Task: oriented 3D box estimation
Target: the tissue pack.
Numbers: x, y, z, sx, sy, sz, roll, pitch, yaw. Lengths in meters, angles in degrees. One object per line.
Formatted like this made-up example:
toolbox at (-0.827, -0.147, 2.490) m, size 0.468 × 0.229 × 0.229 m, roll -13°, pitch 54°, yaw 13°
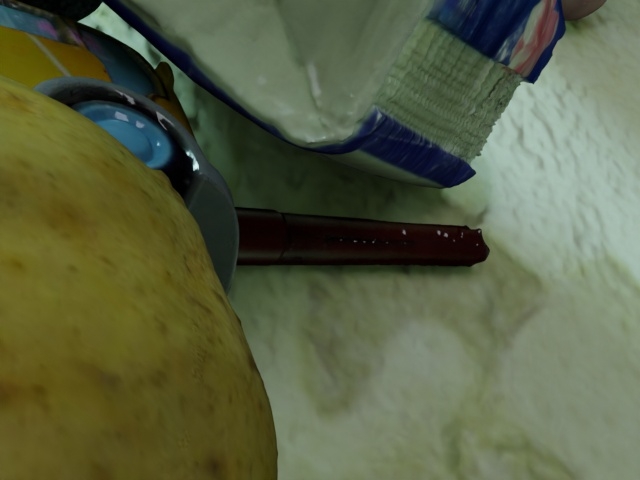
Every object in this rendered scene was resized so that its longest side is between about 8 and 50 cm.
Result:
tissue pack at (-0.007, -0.128, 0.680) m, size 0.209 × 0.137 × 0.269 m, roll 42°, pitch 7°, yaw 12°

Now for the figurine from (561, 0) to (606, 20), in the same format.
figurine at (0.133, -0.229, 0.945) m, size 0.173 × 0.173 × 0.173 m, roll 18°, pitch 40°, yaw -16°

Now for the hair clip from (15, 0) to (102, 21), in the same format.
hair clip at (-0.223, -0.170, 0.745) m, size 0.275 × 0.048 × 0.083 m, roll 34°, pitch 40°, yaw 11°

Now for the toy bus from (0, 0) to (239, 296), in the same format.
toy bus at (-0.140, -0.024, 0.573) m, size 0.209 × 0.126 × 0.136 m, roll 12°, pitch 33°, yaw -23°

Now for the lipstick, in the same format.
lipstick at (0.000, 0.000, 0.717) m, size 0.176 × 0.027 × 0.027 m, roll 3°, pitch 46°, yaw -33°

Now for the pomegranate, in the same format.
pomegranate at (-0.134, 0.069, 0.382) m, size 0.260 × 0.260 × 0.260 m, roll 18°, pitch 40°, yaw -16°
